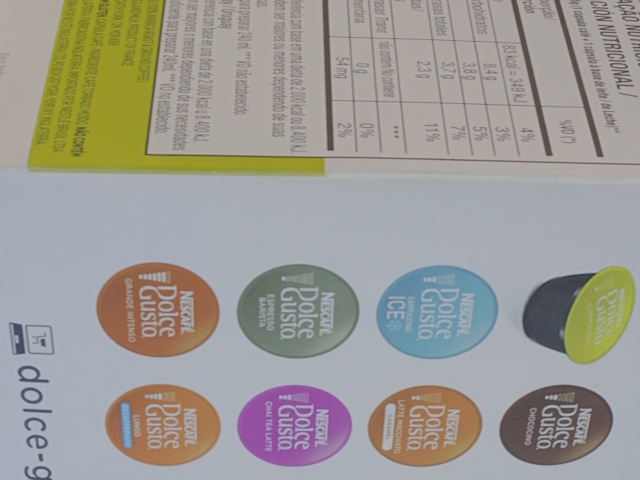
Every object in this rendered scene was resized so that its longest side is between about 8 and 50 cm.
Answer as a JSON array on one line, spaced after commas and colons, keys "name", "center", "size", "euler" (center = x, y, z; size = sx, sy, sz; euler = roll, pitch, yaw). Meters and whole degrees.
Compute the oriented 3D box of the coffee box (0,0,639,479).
[{"name": "coffee box", "center": [0.000, 0.000, 0.792], "size": [0.338, 0.335, 0.337], "euler": [-92, -176, -51]}]
